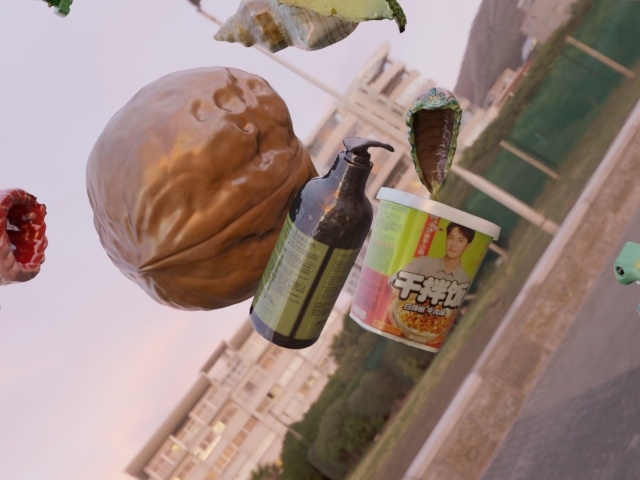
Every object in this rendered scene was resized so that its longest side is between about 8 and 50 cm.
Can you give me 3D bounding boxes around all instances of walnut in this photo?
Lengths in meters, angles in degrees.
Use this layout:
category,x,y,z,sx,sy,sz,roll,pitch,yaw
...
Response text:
category,x,y,z,sx,sy,sz,roll,pitch,yaw
walnut,-0.178,-0.080,1.111,0.307,0.354,0.398,-16,24,34

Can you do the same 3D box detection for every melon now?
category,x,y,z,sx,sy,sz,roll,pitch,yaw
melon,0.016,-0.368,1.043,0.053,0.261,0.114,-10,-50,-60

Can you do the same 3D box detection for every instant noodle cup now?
category,x,y,z,sx,sy,sz,roll,pitch,yaw
instant noodle cup,0.215,0.069,1.608,0.294,0.293,0.308,10,-81,-79

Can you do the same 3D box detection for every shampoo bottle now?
category,x,y,z,sx,sy,sz,roll,pitch,yaw
shampoo bottle,0.000,0.000,0.883,0.101,0.101,0.284,-38,-26,-60

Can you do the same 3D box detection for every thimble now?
category,x,y,z,sx,sy,sz,roll,pitch,yaw
thimble,-0.616,-0.005,1.375,0.163,0.124,0.190,60,-157,-61

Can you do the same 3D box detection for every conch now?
category,x,y,z,sx,sy,sz,roll,pitch,yaw
conch,-0.035,-0.472,1.443,0.386,0.203,0.169,-20,-14,16

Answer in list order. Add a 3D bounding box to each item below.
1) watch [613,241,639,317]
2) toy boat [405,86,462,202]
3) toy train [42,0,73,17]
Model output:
category,x,y,z,sx,sy,sz,roll,pitch,yaw
watch,0.338,0.029,0.566,0.152,0.165,0.131,-38,25,-22
toy boat,0.227,-0.201,1.452,0.293,0.108,0.099,78,-172,-55
toy train,-0.640,-0.586,1.618,0.071,0.178,0.105,-3,72,51
